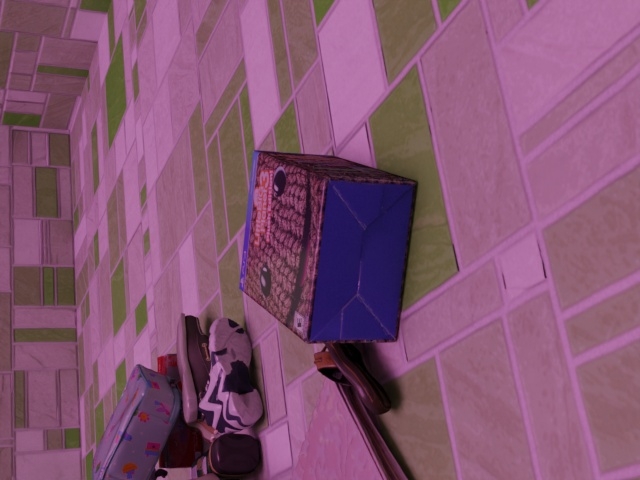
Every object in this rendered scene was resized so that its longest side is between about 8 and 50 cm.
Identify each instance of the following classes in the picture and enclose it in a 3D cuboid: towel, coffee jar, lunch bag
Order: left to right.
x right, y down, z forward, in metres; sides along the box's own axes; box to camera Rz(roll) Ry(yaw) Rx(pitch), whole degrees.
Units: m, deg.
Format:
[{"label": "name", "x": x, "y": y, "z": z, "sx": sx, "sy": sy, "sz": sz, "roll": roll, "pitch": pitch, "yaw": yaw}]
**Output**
[{"label": "lunch bag", "x": -0.405, "y": 0.418, "z": 1.999, "sx": 0.279, "sy": 0.108, "sz": 0.224, "roll": -64, "pitch": 17, "yaw": 0}, {"label": "coffee jar", "x": -0.189, "y": 0.441, "z": 1.795, "sx": 0.184, "sy": 0.096, "sz": 0.079, "roll": 130, "pitch": 140, "yaw": -53}, {"label": "towel", "x": 0.039, "y": 0.414, "z": 1.341, "sx": 0.317, "sy": 0.053, "sz": 0.332, "roll": -119, "pitch": 39, "yaw": -51}]

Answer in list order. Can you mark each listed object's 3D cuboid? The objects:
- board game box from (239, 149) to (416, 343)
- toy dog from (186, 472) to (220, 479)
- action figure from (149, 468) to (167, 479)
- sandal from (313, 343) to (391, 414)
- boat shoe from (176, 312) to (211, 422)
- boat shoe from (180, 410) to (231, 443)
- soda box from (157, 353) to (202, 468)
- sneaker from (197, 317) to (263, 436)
[{"label": "board game box", "x": 0.000, "y": 0.000, "z": 1.348, "sx": 0.291, "sy": 0.141, "sz": 0.232, "roll": -153, "pitch": 68, "yaw": -64}, {"label": "toy dog", "x": -0.239, "y": 0.553, "z": 1.581, "sx": 0.285, "sy": 0.408, "sz": 0.395, "roll": 66, "pitch": -166, "yaw": 4}, {"label": "action figure", "x": -0.352, "y": 0.610, "z": 2.094, "sx": 0.185, "sy": 0.099, "sz": 0.285, "roll": 56, "pitch": 157, "yaw": 12}, {"label": "sandal", "x": 0.030, "y": 0.187, "z": 1.327, "sx": 0.060, "sy": 0.090, "sz": 0.219, "roll": -45, "pitch": 43, "yaw": 6}, {"label": "boat shoe", "x": -0.262, "y": 0.272, "z": 1.978, "sx": 0.305, "sy": 0.091, "sz": 0.109, "roll": -110, "pitch": 23, "yaw": -51}, {"label": "boat shoe", "x": -0.241, "y": 0.385, "z": 1.971, "sx": 0.190, "sy": 0.068, "sz": 0.072, "roll": 14, "pitch": 86, "yaw": 53}, {"label": "soda box", "x": -0.332, "y": 0.400, "z": 2.136, "sx": 0.092, "sy": 0.083, "sz": 0.263, "roll": 155, "pitch": 115, "yaw": -63}, {"label": "sneaker", "x": -0.200, "y": 0.284, "z": 1.815, "sx": 0.153, "sy": 0.094, "sz": 0.235, "roll": -44, "pitch": 57, "yaw": 37}]
